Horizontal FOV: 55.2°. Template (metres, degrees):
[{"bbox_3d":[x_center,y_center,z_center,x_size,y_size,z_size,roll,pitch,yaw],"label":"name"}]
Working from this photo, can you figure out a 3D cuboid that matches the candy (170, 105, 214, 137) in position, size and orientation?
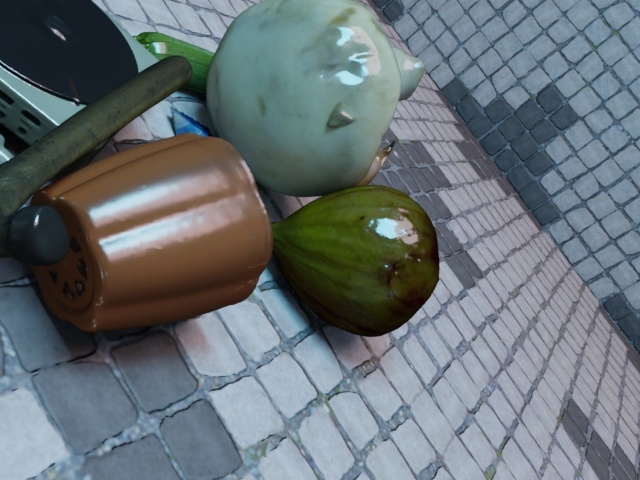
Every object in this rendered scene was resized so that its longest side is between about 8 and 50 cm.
[{"bbox_3d":[-0.170,-0.140,0.888,0.088,0.038,0.136,24,30,-52],"label":"candy"}]

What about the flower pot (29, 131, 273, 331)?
[{"bbox_3d":[-0.171,-0.004,0.586,0.173,0.190,0.190,-19,72,-49],"label":"flower pot"}]

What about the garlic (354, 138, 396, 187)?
[{"bbox_3d":[0.040,-0.153,1.143,0.115,0.128,0.207,14,5,30],"label":"garlic"}]

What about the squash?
[{"bbox_3d":[-0.211,-0.272,0.951,0.219,0.068,0.077,0,61,-55],"label":"squash"}]

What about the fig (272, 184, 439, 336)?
[{"bbox_3d":[0.000,0.000,0.838,0.321,0.217,0.217,19,37,-13],"label":"fig"}]

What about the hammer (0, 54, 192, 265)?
[{"bbox_3d":[-0.211,-0.099,0.564,0.440,0.168,0.044,-70,157,-59],"label":"hammer"}]

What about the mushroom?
[{"bbox_3d":[0.013,-0.222,0.934,0.336,0.314,0.314,-21,73,-43],"label":"mushroom"}]

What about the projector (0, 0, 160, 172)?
[{"bbox_3d":[-0.329,-0.222,0.705,0.257,0.079,0.259,40,29,-18],"label":"projector"}]

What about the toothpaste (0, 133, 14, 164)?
[{"bbox_3d":[-0.369,-0.138,0.579,0.216,0.062,0.037,46,46,-15],"label":"toothpaste"}]
